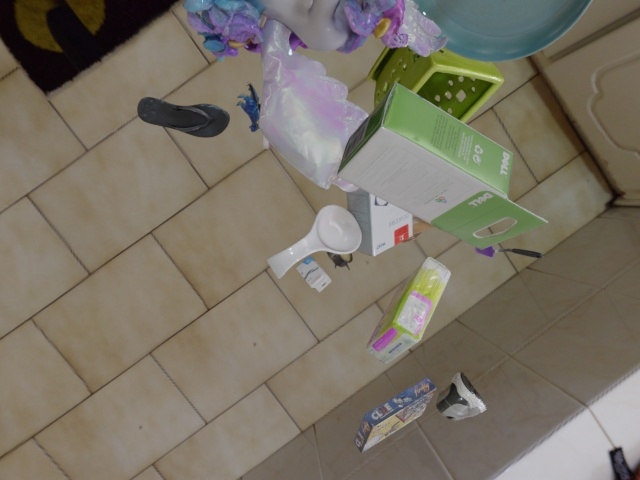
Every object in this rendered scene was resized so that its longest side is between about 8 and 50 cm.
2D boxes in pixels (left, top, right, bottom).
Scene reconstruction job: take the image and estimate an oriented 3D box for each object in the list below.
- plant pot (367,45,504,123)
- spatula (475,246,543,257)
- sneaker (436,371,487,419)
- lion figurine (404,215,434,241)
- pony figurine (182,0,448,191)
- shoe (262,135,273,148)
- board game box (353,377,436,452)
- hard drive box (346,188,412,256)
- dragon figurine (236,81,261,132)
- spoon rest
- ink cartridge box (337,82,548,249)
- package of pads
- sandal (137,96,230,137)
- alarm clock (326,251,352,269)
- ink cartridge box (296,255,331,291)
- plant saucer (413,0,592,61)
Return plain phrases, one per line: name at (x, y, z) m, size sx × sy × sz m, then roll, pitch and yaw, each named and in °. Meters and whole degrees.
plant pot at (0.259, -0.399, 1.077) m, size 0.228 × 0.227 × 0.207 m, roll -1°, pitch 62°, yaw -28°
spatula at (0.840, 0.047, 1.987) m, size 0.030 × 0.296 × 0.084 m, roll -51°, pitch 134°, yaw -37°
sneaker at (0.351, 0.406, 1.126) m, size 0.108 × 0.271 × 0.100 m, roll -38°, pitch 56°, yaw 5°
lion figurine at (0.350, -0.077, 1.604) m, size 0.240 × 0.392 × 0.142 m, roll 18°, pitch 76°, yaw -28°
pony figurine at (-0.006, -0.263, 0.503) m, size 0.351 × 0.363 × 0.303 m, roll 29°, pitch 80°, yaw -12°
shoe at (-0.102, -0.275, 1.171) m, size 0.081 × 0.178 × 0.064 m, roll 7°, pitch 106°, yaw 1°
board game box at (0.219, 0.511, 1.296) m, size 0.243 × 0.042 × 0.165 m, roll -18°, pitch 138°, yaw -29°
hard drive box at (0.165, -0.100, 1.210) m, size 0.181 × 0.089 × 0.232 m, roll -26°, pitch 120°, yaw -37°
dragon figurine at (-0.263, -0.547, 1.806) m, size 0.144 × 0.289 × 0.085 m, roll 45°, pitch 69°, yaw -6°
spoon rest at (0.000, 0.000, 1.087) m, size 0.276 × 0.084 × 0.137 m, roll -32°, pitch 87°, yaw -36°
ink cartridge box at (0.136, -0.072, 0.493) m, size 0.209 × 0.109 × 0.062 m, roll 26°, pitch 64°, yaw -13°
package of pads at (0.274, 0.213, 1.373) m, size 0.101 × 0.229 × 0.296 m, roll 34°, pitch 54°, yaw 5°
sandal at (-0.388, -0.348, 1.263) m, size 0.254 × 0.054 × 0.097 m, roll 2°, pitch 108°, yaw -17°
alarm clock at (0.078, 0.042, 1.938) m, size 0.064 × 0.192 × 0.129 m, roll -35°, pitch 124°, yaw 27°
ink cartridge box at (-0.017, 0.087, 1.133) m, size 0.048 × 0.028 × 0.083 m, roll -45°, pitch 69°, yaw 10°
plant saucer at (0.243, -0.414, 0.622) m, size 0.317 × 0.317 × 0.044 m, roll 49°, pitch 66°, yaw -7°
